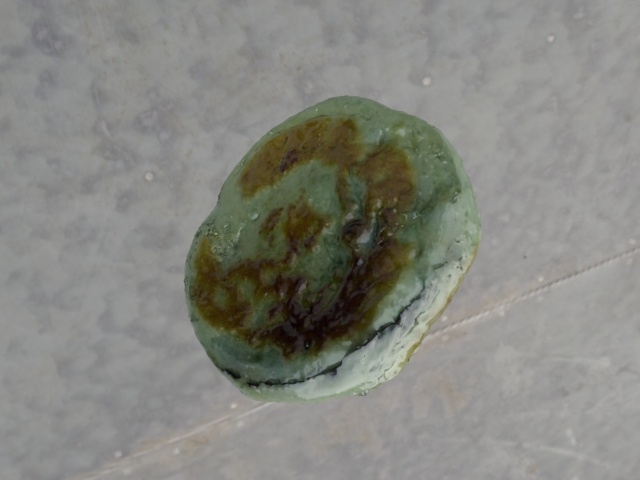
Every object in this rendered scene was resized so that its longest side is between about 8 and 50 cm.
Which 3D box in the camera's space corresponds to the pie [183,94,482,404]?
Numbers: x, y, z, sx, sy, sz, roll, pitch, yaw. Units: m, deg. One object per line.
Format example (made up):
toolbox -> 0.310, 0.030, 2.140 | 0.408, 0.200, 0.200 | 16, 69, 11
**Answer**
pie -> 0.000, 0.000, 0.532 | 0.240, 0.240, 0.054 | -43, 137, 8
